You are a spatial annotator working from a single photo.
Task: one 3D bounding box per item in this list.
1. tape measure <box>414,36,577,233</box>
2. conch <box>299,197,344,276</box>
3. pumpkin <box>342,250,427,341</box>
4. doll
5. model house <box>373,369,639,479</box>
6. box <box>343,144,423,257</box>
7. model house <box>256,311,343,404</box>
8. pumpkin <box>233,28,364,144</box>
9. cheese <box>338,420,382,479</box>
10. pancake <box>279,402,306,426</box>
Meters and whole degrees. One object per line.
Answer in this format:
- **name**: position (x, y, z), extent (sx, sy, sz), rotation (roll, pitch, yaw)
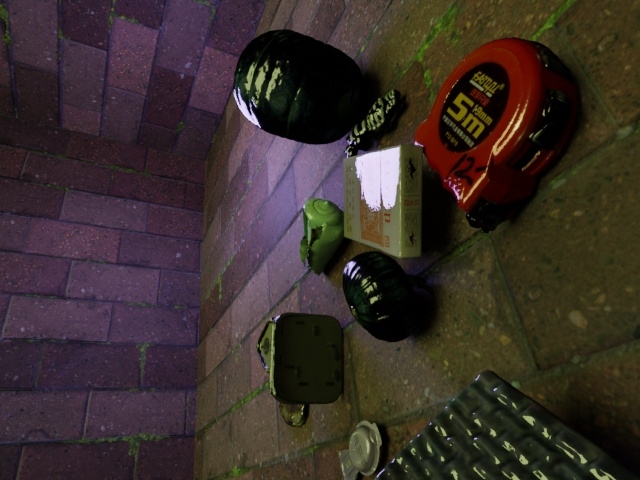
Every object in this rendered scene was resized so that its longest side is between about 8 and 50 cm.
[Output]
- **tape measure**: position (0.281, -0.184, 0.695), extent (0.260, 0.113, 0.253), rotation (-59, 32, 31)
- **conch**: position (-0.008, 0.002, 1.187), extent (0.251, 0.137, 0.143), rotation (-69, 29, 23)
- **pumpkin**: position (0.119, 0.110, 0.858), extent (0.150, 0.194, 0.194), rotation (-48, 13, -27)
- **doll**: position (0.130, -0.288, 1.088), extent (0.219, 0.067, 0.091), rotation (-41, 43, 45)
- **model house**: position (0.235, 0.330, 0.450), extent (0.360, 0.297, 0.339), rotation (36, 106, 61)
- **box**: position (0.121, -0.088, 0.932), extent (0.365, 0.051, 0.205), rotation (-153, 62, -75)
- **model house**: position (-0.089, 0.323, 1.164), extent (0.278, 0.204, 0.219), rotation (-29, 54, 56)
- **pumpkin**: position (-0.055, -0.413, 1.184), extent (0.363, 0.363, 0.266), rotation (45, 122, 59)
- **cheese**: position (0.087, 0.469, 0.945), extent (0.191, 0.042, 0.105), rotation (-62, 30, 34)
- **pancake**: position (-0.070, 0.409, 1.301), extent (0.286, 0.033, 0.289), rotation (-38, 49, 53)
